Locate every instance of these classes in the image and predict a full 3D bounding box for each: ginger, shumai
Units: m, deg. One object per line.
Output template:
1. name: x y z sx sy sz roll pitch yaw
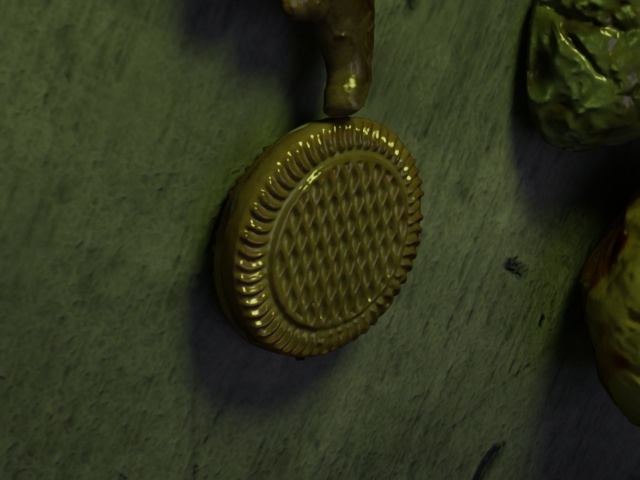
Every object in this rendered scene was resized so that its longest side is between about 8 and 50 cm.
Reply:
1. ginger: -0.013 -0.265 1.121 0.333 0.080 0.166 51 56 -41
2. shumai: 0.411 -0.219 1.417 0.292 0.288 0.330 -14 120 -39

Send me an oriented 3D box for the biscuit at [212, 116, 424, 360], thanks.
1. biscuit: 0.000 0.000 1.275 0.259 0.079 0.259 -20 121 -38

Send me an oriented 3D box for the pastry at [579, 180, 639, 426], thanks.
1. pastry: 0.484 0.069 1.616 0.388 0.313 0.388 -15 111 -43
